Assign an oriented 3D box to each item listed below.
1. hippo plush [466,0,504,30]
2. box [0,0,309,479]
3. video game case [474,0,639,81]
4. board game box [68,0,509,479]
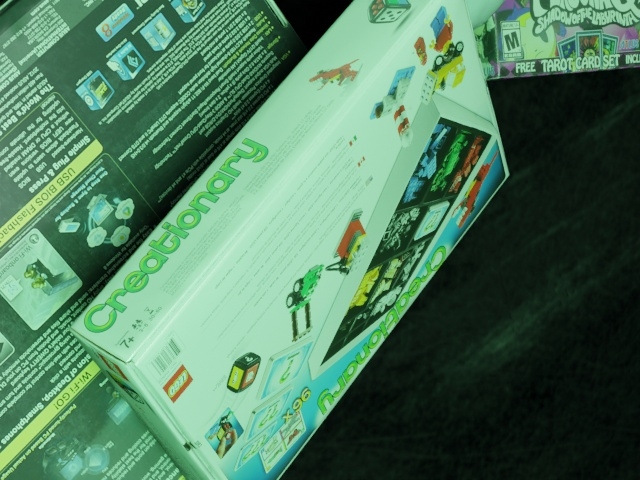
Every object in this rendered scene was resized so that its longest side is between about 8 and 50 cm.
[{"bbox_3d":[0.074,-0.261,0.874,0.234,0.294,0.237,-32,123,3],"label":"hippo plush"},{"bbox_3d":[-0.147,0.009,0.833,0.395,0.097,0.318,-48,115,-22],"label":"box"},{"bbox_3d":[0.212,-0.242,1.092,0.232,0.041,0.210,-8,95,-33],"label":"video game case"},{"bbox_3d":[0.000,0.000,0.803,0.305,0.053,0.193,-51,145,-21],"label":"board game box"}]
